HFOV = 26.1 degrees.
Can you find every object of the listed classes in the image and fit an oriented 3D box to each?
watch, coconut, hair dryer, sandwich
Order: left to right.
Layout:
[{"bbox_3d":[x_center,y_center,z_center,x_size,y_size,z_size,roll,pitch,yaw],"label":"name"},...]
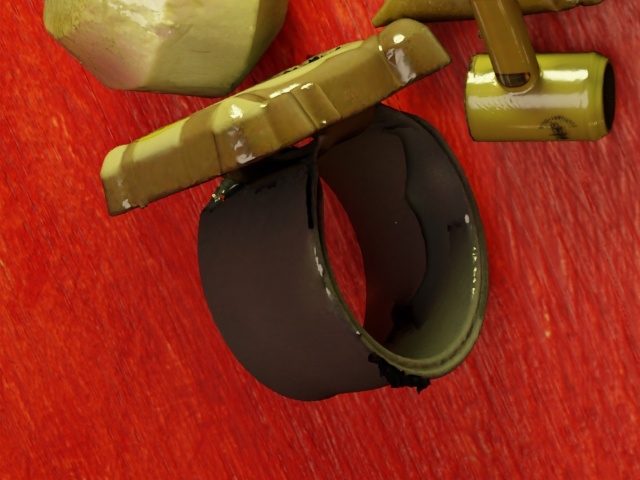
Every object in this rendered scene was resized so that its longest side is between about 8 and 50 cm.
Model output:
[{"bbox_3d":[-0.144,-0.260,1.391,0.259,0.259,0.259,6,107,21],"label":"coconut"},{"bbox_3d":[0.000,0.000,1.330,0.314,0.335,0.327,-19,99,37],"label":"watch"},{"bbox_3d":[0.162,-0.264,1.337,0.244,0.090,0.088,-2,108,26],"label":"sandwich"},{"bbox_3d":[0.185,-0.182,1.269,0.135,0.279,0.090,3,64,23],"label":"hair dryer"}]
